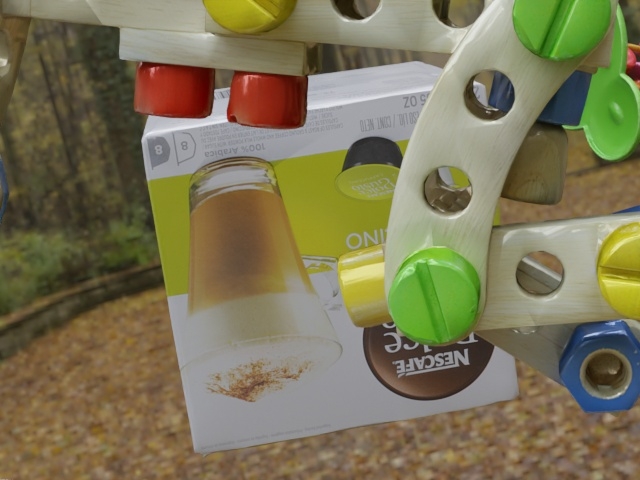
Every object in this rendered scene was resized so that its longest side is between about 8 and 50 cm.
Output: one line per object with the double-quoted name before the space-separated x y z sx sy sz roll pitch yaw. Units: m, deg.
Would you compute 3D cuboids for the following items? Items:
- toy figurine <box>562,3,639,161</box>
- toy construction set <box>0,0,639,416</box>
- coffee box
"toy figurine" 0.285 -0.144 1.013 0.159 0.173 0.130 -5 -37 -25
"toy construction set" -0.028 -0.049 0.422 0.327 0.215 0.151 3 12 -5
"coffee box" 0.000 0.000 1.315 0.337 0.334 0.338 -9 13 -5
